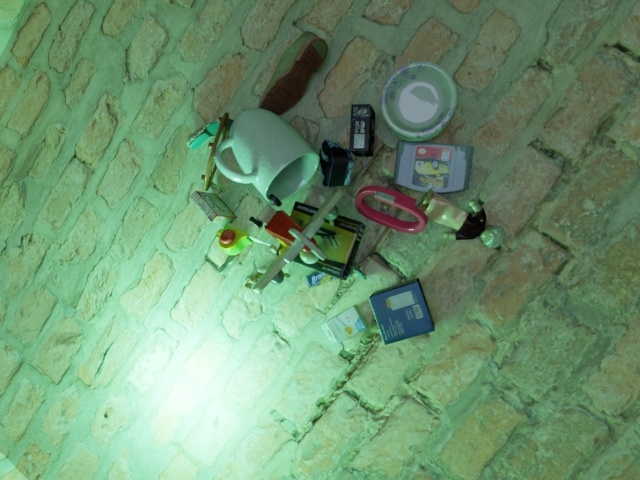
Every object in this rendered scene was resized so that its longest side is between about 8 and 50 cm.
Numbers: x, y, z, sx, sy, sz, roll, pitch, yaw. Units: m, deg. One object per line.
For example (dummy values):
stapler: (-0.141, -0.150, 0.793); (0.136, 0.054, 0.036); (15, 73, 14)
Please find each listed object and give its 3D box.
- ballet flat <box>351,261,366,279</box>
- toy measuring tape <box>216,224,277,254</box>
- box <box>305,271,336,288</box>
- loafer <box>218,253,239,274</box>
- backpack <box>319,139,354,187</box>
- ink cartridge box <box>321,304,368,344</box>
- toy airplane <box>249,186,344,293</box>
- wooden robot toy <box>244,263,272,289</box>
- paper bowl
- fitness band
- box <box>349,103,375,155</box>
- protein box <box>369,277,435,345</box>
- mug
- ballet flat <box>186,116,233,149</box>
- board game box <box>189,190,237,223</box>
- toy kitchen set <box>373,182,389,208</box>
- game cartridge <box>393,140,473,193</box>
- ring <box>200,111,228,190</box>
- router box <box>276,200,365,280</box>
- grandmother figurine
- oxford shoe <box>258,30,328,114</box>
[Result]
ballet flat: (0.152, 0.117, 1.868); (0.114, 0.041, 0.041); (36, 99, 10)
toy measuring tape: (-0.334, 0.024, 1.923); (0.329, 0.121, 0.122); (21, 97, 33)
box: (0.024, 0.148, 1.892); (0.168, 0.054, 0.059); (-21, 85, 13)
loafer: (-0.404, 0.102, 2.013); (0.125, 0.039, 0.045); (-48, 49, 5)
backpack: (0.056, -0.321, 1.829); (0.116, 0.158, 0.173); (-3, 45, -15)
ink cartridge box: (0.093, 0.358, 1.874); (0.181, 0.061, 0.104); (-33, 83, 13)
toy airplane: (-0.076, -0.001, 1.688); (0.385, 0.272, 0.385); (-21, 43, 29)
wooden robot toy: (-0.275, 0.171, 1.956); (0.173, 0.079, 0.076); (-32, 83, 13)
paper bowl: (0.379, -0.527, 1.739); (0.283, 0.148, 0.285); (0, 90, 14)
fitness band: (0.274, -0.119, 1.745); (0.290, 0.209, 0.054); (23, 68, 6)
box: (0.169, -0.435, 1.795); (0.077, 0.147, 0.180); (3, 91, 14)
protein box: (0.322, 0.278, 1.776); (0.201, 0.136, 0.200); (-20, 87, 14)
mug: (-0.242, -0.347, 1.800); (0.328, 0.374, 0.276); (50, 144, 15)
ballet flat: (-0.498, -0.494, 2.001); (0.240, 0.091, 0.077); (-28, 60, 9)
board game box: (-0.458, -0.140, 1.937); (0.045, 0.193, 0.147); (-44, 82, 11)
toy kitchen set: (0.261, -0.180, 1.817); (0.075, 0.068, 0.083); (-42, 82, 11)
game cartridge: (0.441, -0.284, 1.779); (0.293, 0.060, 0.196); (7, 97, 14)
ring: (-0.439, -0.367, 1.862); (0.032, 0.336, 0.337); (16, 95, -10)
router box: (0.000, 0.000, 1.848); (0.308, 0.081, 0.243); (18, 88, 21)
grandmother figurine: (0.548, -0.077, 1.720); (0.342, 0.208, 0.104); (29, 56, 4)
oxford shoe: (-0.132, -0.695, 1.897); (0.397, 0.140, 0.147); (-45, 50, 16)
